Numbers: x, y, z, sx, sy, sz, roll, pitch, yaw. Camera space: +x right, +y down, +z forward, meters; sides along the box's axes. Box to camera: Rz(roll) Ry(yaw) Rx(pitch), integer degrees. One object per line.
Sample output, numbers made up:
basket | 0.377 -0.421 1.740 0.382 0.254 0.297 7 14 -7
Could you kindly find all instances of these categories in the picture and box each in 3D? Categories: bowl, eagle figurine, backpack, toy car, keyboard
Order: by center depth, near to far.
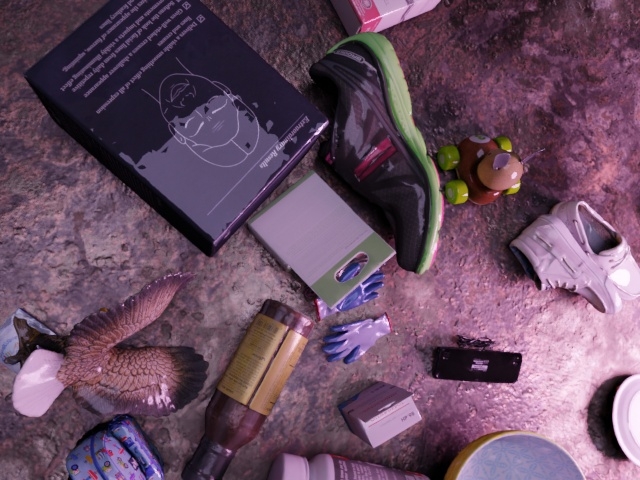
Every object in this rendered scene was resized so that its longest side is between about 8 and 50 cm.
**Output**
backpack | -0.333 0.377 0.916 0.117 0.173 0.158 -34 90 -15
eagle figurine | -0.345 0.177 0.936 0.299 0.226 0.225 -4 63 -8
bowl | 0.339 0.493 1.064 0.290 0.156 0.289 2 83 -12
toy car | 0.353 -0.158 1.136 0.155 0.188 0.148 -11 86 -14
keyboard | 0.325 0.242 1.165 0.192 0.038 0.100 7 104 -13

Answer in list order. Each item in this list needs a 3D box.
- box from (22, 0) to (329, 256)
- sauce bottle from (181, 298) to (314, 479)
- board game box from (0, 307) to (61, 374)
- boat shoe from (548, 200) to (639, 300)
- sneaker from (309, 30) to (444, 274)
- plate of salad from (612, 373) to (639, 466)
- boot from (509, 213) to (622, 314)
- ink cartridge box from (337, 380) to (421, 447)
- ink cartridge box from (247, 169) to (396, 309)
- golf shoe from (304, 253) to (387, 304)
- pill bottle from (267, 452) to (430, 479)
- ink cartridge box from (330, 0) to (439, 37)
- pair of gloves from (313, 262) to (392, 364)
box | -0.239 -0.213 0.996 0.395 0.212 0.293 43 75 -4
sauce bottle | -0.134 0.274 1.008 0.111 0.111 0.344 32 77 -7
board game box | -0.517 0.179 0.978 0.090 0.020 0.090 38 76 -5
boat shoe | 0.617 0.024 1.220 0.277 0.096 0.098 44 75 -4
sneaker | 0.106 -0.158 1.110 0.202 0.185 0.482 -18 84 3
plate of salad | 0.701 0.390 1.218 0.200 0.048 0.199 6 74 -20
boot | 0.514 0.077 1.202 0.123 0.095 0.258 -36 83 -9
ink cartridge box | 0.109 0.315 1.022 0.104 0.180 0.060 -26 89 -14
ink cartridge box | 0.000 0.000 1.069 0.171 0.056 0.235 -40 75 -15
golf shoe | 0.053 0.070 1.099 0.186 0.067 0.086 -39 114 -6
pill bottle | 0.049 0.472 0.998 0.283 0.161 0.161 16 79 -10
ink cartridge box | 0.133 -0.540 1.186 0.218 0.092 0.158 -27 89 -13
pair of gloves | 0.063 0.139 1.080 0.159 0.023 0.198 -24 116 -22
